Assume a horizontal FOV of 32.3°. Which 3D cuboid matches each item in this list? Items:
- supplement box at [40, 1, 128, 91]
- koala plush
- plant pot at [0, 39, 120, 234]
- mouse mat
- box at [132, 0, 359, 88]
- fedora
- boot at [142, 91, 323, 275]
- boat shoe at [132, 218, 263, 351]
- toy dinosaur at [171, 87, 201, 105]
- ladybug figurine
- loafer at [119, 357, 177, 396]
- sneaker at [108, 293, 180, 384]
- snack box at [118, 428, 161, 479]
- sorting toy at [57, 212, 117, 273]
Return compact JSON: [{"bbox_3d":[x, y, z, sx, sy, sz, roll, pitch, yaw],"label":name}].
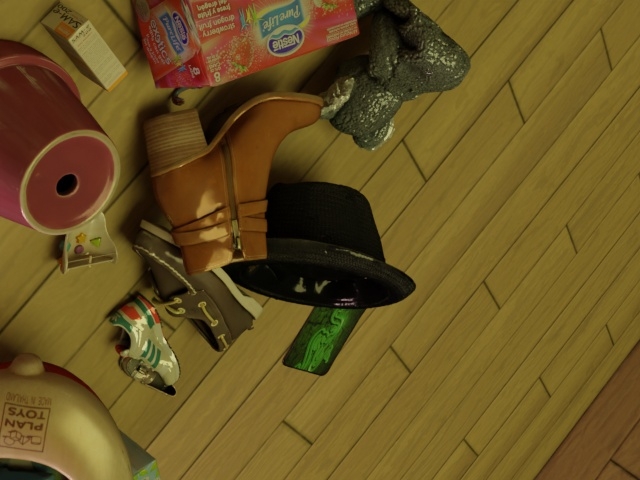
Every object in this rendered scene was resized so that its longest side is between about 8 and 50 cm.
[{"bbox_3d":[-0.278,-0.228,1.308,0.036,0.062,0.098,-48,145,-11],"label":"supplement box"},{"bbox_3d":[0.090,-0.243,1.648,0.221,0.203,0.196,-48,146,9],"label":"koala plush"},{"bbox_3d":[-0.329,-0.102,1.246,0.201,0.180,0.201,-31,138,-33],"label":"plant pot"},{"bbox_3d":[0.017,0.159,2.021,0.189,0.007,0.153,-59,145,5],"label":"mouse mat"},{"bbox_3d":[-0.091,-0.284,1.402,0.257,0.128,0.122,-27,112,-36],"label":"box"},{"bbox_3d":[0.000,0.000,1.702,0.334,0.334,0.152,29,63,-55],"label":"fedora"},{"bbox_3d":[-0.095,-0.083,1.513,0.284,0.109,0.220,-17,93,-37],"label":"boot"},{"bbox_3d":[-0.188,0.073,1.615,0.096,0.117,0.324,-54,151,-9],"label":"boat shoe"},{"bbox_3d":[-0.163,-0.213,1.480,0.082,0.047,0.090,-47,159,19],"label":"toy dinosaur"},{"bbox_3d":[-0.397,0.331,1.470,0.305,0.162,0.449,11,116,-9],"label":"ladybug figurine"},{"bbox_3d":[-0.259,0.206,1.697,0.045,0.039,0.125,-52,145,-7],"label":"loafer"},{"bbox_3d":[-0.264,0.158,1.634,0.075,0.057,0.161,-31,126,-22],"label":"sneaker"},{"bbox_3d":[-0.307,0.362,1.647,0.070,0.175,0.207,-36,139,-32],"label":"snack box"},{"bbox_3d":[-0.313,-0.002,1.468,0.083,0.045,0.075,-12,119,-45],"label":"sorting toy"}]
